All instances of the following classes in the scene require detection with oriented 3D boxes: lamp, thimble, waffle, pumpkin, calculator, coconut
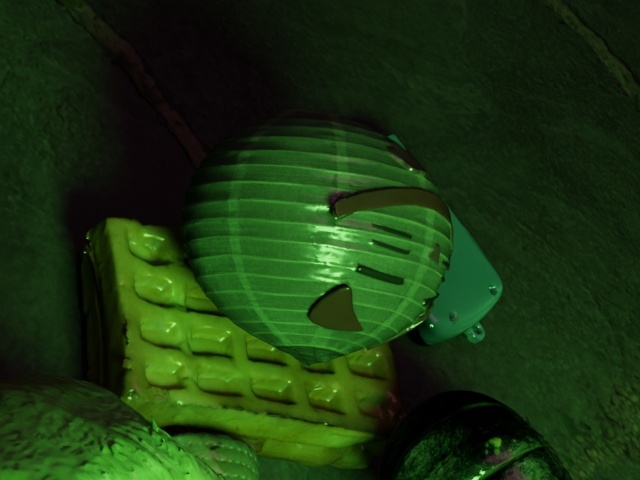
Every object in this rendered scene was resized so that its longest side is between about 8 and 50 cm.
[{"bbox_3d":[0.000,0.000,1.623,0.265,0.233,0.233,11,51,-52],"label":"lamp"},{"bbox_3d":[-0.108,0.217,1.598,0.110,0.084,0.062,19,48,-32],"label":"thimble"},{"bbox_3d":[-0.079,0.102,1.713,0.327,0.098,0.224,12,50,-33],"label":"waffle"},{"bbox_3d":[0.155,0.246,1.659,0.220,0.162,0.220,55,-2,3],"label":"pumpkin"},{"bbox_3d":[0.095,-0.006,1.981,0.293,0.051,0.173,54,40,6],"label":"calculator"},{"bbox_3d":[-0.217,0.242,1.331,0.328,0.328,0.281,1,91,-41],"label":"coconut"}]
